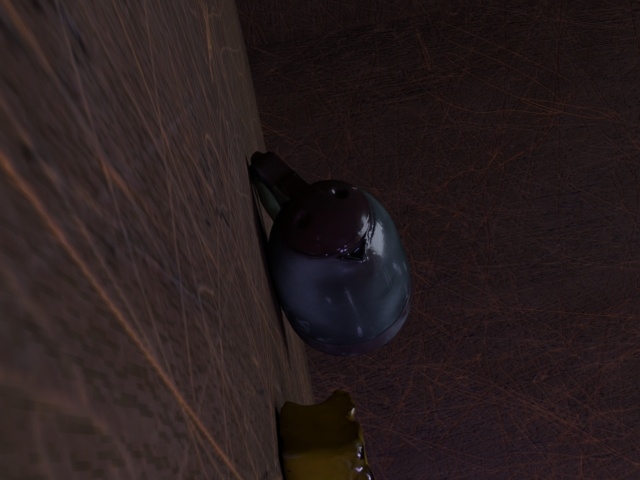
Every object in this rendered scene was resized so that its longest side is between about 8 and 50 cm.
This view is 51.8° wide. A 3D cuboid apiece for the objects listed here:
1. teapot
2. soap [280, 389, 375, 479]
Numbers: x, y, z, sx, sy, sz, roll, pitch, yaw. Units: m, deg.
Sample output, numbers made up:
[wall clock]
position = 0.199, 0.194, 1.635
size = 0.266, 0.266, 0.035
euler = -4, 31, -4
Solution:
[teapot]
position = 0.000, 0.000, 1.086
size = 0.315, 0.233, 0.312
euler = 43, -15, 29
[soap]
position = 0.014, 0.257, 0.690
size = 0.257, 0.080, 0.160
euler = 81, -4, -59
